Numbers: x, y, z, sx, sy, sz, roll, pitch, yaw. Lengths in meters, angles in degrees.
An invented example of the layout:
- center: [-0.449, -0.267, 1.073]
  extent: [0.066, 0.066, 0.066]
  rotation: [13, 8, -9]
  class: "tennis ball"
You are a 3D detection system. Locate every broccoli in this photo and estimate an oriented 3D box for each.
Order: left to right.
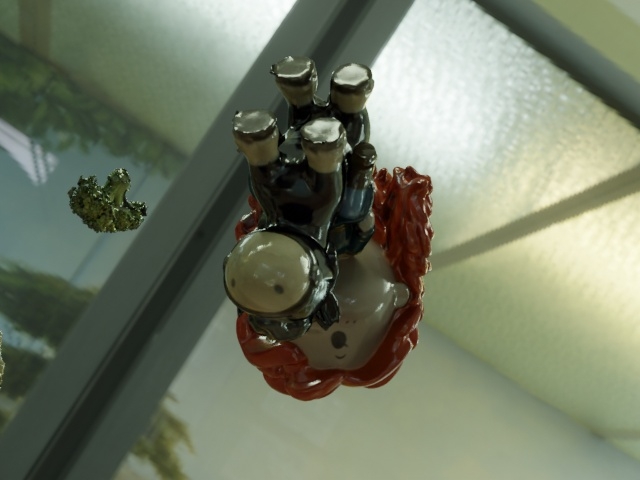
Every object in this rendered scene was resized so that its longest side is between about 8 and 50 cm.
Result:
- center: [-0.281, -0.052, 1.454]
  extent: [0.097, 0.092, 0.095]
  rotation: [40, 18, -3]
  class: "broccoli"

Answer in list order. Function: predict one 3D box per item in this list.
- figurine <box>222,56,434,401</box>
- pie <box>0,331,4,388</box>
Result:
- center: [-0.001, 0.001, 1.137]
  extent: [0.241, 0.306, 0.412]
  rotation: [-2, -19, 7]
  class: "figurine"
- center: [-0.529, 0.217, 1.618]
  extent: [0.068, 0.128, 0.282]
  rotation: [47, 3, -19]
  class: "pie"
